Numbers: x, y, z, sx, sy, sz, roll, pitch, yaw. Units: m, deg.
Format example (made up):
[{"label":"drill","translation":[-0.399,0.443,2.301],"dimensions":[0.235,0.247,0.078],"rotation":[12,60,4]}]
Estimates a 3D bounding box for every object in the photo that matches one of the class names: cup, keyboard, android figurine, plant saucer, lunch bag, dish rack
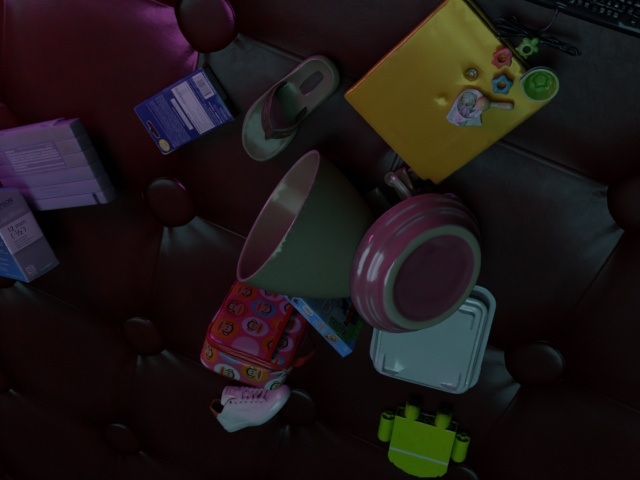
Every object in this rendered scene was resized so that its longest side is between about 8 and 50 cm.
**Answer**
[{"label":"cup","translation":[0.000,0.000,1.624],"dimensions":[0.237,0.331,0.331],"rotation":[31,127,-16]},{"label":"keyboard","translation":[0.437,-0.435,1.323],"dimensions":[0.317,0.033,0.201],"rotation":[21,112,7]},{"label":"android figurine","translation":[0.278,0.546,1.998],"dimensions":[0.248,0.056,0.272],"rotation":[12,123,13]},{"label":"plant saucer","translation":[0.222,0.065,1.572],"dimensions":[0.332,0.084,0.332],"rotation":[-14,122,-23]},{"label":"lunch bag","translation":[-0.134,0.231,1.811],"dimensions":[0.258,0.293,0.120],"rotation":[21,127,3]},{"label":"dish rack","translation":[0.265,0.239,1.807],"dimensions":[0.286,0.072,0.332],"rotation":[13,123,13]}]

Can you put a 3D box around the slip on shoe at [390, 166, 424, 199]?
[{"label":"slip on shoe","translation":[0.210,-0.101,1.607],"dimensions":[0.041,0.051,0.135],"rotation":[-39,87,18]}]

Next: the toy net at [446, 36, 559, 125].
[{"label":"toy net","translation":[0.332,-0.287,1.402],"dimensions":[0.232,0.045,0.122],"rotation":[-26,117,34]}]

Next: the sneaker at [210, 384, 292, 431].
[{"label":"sneaker","translation":[-0.212,0.462,2.096],"dimensions":[0.290,0.106,0.123],"rotation":[-31,108,34]}]

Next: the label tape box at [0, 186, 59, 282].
[{"label":"label tape box","translation":[-0.876,-0.068,1.965],"dimensions":[0.249,0.115,0.347],"rotation":[6,123,43]}]

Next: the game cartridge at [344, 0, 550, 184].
[{"label":"game cartridge","translation":[0.254,-0.298,1.493],"dimensions":[0.285,0.052,0.324],"rotation":[45,127,-10]}]

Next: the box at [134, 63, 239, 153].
[{"label":"box","translation":[-0.315,-0.301,1.704],"dimensions":[0.225,0.036,0.136],"rotation":[-21,111,28]}]

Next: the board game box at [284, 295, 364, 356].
[{"label":"board game box","translation":[0.017,0.158,1.790],"dimensions":[0.211,0.160,0.039],"rotation":[46,124,-11]}]

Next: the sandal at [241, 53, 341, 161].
[{"label":"sandal","translation":[-0.080,-0.287,1.595],"dimensions":[0.120,0.086,0.303],"rotation":[41,125,-7]}]

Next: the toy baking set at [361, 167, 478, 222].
[{"label":"toy baking set","translation":[0.216,-0.055,1.664],"dimensions":[0.256,0.030,0.196],"rotation":[31,126,0]}]

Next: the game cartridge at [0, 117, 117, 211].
[{"label":"game cartridge","translation":[-0.703,-0.191,1.886],"dimensions":[0.355,0.068,0.230],"rotation":[-3,116,31]}]
